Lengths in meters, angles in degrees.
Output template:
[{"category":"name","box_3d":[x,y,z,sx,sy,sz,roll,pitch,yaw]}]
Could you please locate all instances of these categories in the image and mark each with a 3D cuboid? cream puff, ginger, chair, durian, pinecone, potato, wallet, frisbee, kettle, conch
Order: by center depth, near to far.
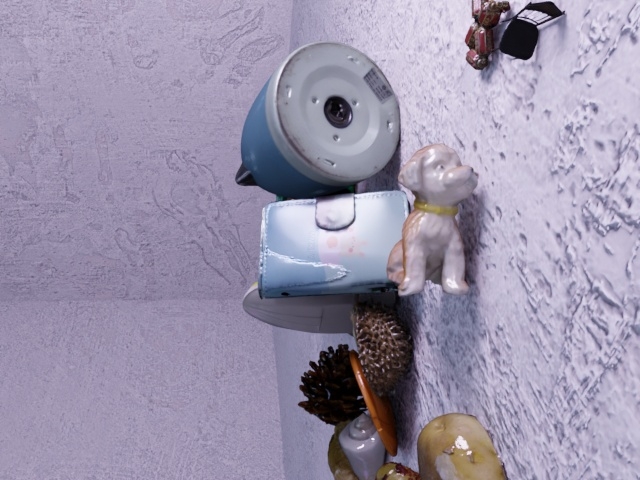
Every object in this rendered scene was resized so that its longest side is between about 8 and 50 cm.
[{"category":"chair","box_3d":[0.198,-0.202,0.538,0.086,0.037,0.042,-125,49,-81]},{"category":"potato","box_3d":[0.155,0.308,0.649,0.164,0.081,0.200,102,167,-54]},{"category":"cream puff","box_3d":[0.125,0.397,0.798,0.149,0.084,0.149,-176,90,-77]},{"category":"durian","box_3d":[0.102,0.158,0.897,0.148,0.091,0.188,-5,-107,-78]},{"category":"wallet","box_3d":[0.026,0.007,0.902,0.075,0.250,0.176,66,-157,-61]},{"category":"frisbee","box_3d":[0.101,0.278,0.958,0.192,0.035,0.192,-24,-90,-86]},{"category":"conch","box_3d":[0.095,0.405,1.060,0.104,0.094,0.176,30,147,64]},{"category":"kettle","box_3d":[-0.011,-0.212,1.083,0.247,0.319,0.342,60,154,-6]},{"category":"pinecone","box_3d":[0.034,0.301,1.143,0.173,0.173,0.174,-179,90,-80]},{"category":"ginger","box_3d":[0.052,0.488,1.229,0.115,0.081,0.205,-48,20,24]}]

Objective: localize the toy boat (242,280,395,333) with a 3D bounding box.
[{"category":"toy boat","box_3d":[0.000,0.098,1.007,0.141,0.269,0.141,10,-90,-89]}]

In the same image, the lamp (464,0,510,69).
[{"category":"lamp","box_3d":[0.188,-0.238,0.632,0.063,0.031,0.083,-100,11,-54]}]

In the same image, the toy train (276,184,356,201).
[{"category":"toy train","box_3d":[0.000,0.000,1.301,0.249,0.178,0.429,-123,34,-62]}]

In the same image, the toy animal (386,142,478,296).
[{"category":"toy animal","box_3d":[0.137,-0.030,0.724,0.184,0.104,0.185,-125,32,-85]}]

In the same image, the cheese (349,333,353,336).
[{"category":"cheese","box_3d":[0.054,0.154,1.149,0.092,0.047,0.171,55,-176,24]}]
